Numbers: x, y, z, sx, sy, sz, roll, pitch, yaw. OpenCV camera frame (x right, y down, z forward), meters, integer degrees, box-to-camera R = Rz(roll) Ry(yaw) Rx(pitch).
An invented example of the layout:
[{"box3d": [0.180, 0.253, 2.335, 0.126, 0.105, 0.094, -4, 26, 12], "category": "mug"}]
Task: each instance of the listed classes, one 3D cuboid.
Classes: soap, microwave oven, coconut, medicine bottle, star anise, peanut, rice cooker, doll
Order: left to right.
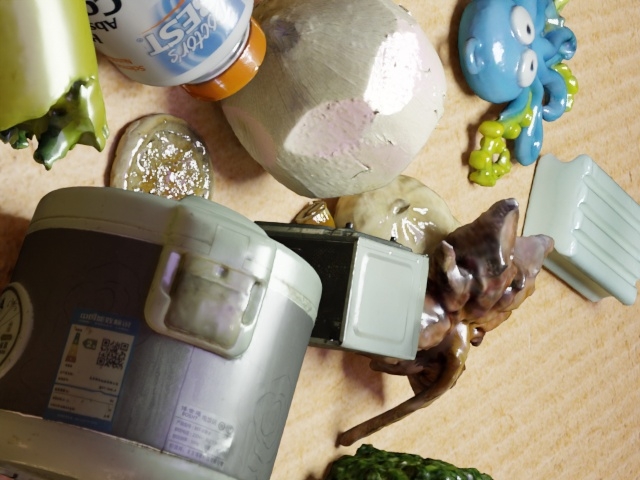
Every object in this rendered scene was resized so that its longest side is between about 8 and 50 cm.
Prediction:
[{"box3d": [-0.162, -0.243, 1.305, 0.288, 0.157, 0.157, 44, 58, -47], "category": "medicine bottle"}, {"box3d": [-0.150, 0.096, 1.257, 0.288, 0.288, 0.277, 35, 67, -51], "category": "rice cooker"}, {"box3d": [-0.012, 0.047, 1.509, 0.163, 0.205, 0.129, 20, 77, -55], "category": "microwave oven"}, {"box3d": [0.010, -0.168, 1.503, 0.230, 0.227, 0.227, 47, 56, -55], "category": "coconut"}, {"box3d": [0.105, -0.007, 1.740, 0.224, 0.129, 0.129, 28, 71, -55], "category": "peanut"}, {"box3d": [0.147, 0.097, 1.696, 0.349, 0.109, 0.292, -36, 140, -10], "category": "star anise"}, {"box3d": [0.282, -0.258, 1.992, 0.341, 0.098, 0.346, -20, 112, -51], "category": "doll"}, {"box3d": [0.411, -0.013, 2.211, 0.265, 0.087, 0.160, 31, 68, -53], "category": "soap"}]

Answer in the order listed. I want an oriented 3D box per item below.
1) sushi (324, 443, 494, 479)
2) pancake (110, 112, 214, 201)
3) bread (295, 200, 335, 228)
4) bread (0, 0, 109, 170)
[{"box3d": [0.067, 0.415, 1.683, 0.294, 0.178, 0.352, 30, 72, -49], "category": "sushi"}, {"box3d": [-0.156, -0.053, 1.448, 0.151, 0.025, 0.152, -5, 96, -56], "category": "pancake"}, {"box3d": [0.000, 0.000, 1.669, 0.047, 0.036, 0.083, -40, 123, -42], "category": "bread"}, {"box3d": [-0.300, -0.239, 1.048, 0.208, 0.251, 0.377, -20, 112, -35], "category": "bread"}]
